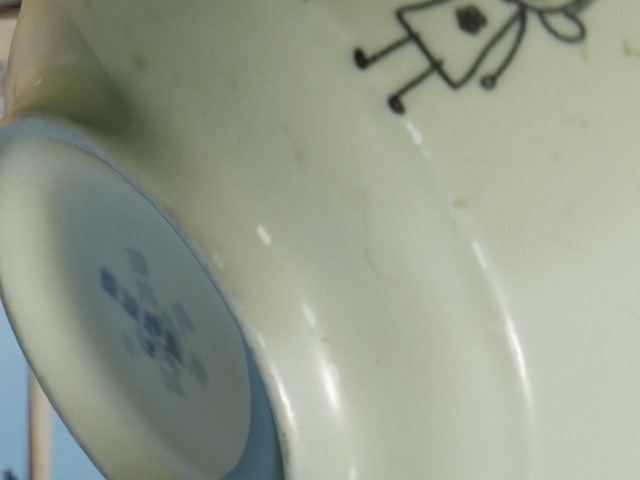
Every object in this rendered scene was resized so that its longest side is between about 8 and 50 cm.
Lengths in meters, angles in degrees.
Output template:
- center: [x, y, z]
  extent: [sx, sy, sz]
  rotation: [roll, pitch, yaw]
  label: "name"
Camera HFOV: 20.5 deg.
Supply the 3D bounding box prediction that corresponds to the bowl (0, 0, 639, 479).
- center: [0.000, 0.000, 0.454]
  extent: [0.126, 0.237, 0.238]
  rotation: [-31, -150, -31]
  label: "bowl"
